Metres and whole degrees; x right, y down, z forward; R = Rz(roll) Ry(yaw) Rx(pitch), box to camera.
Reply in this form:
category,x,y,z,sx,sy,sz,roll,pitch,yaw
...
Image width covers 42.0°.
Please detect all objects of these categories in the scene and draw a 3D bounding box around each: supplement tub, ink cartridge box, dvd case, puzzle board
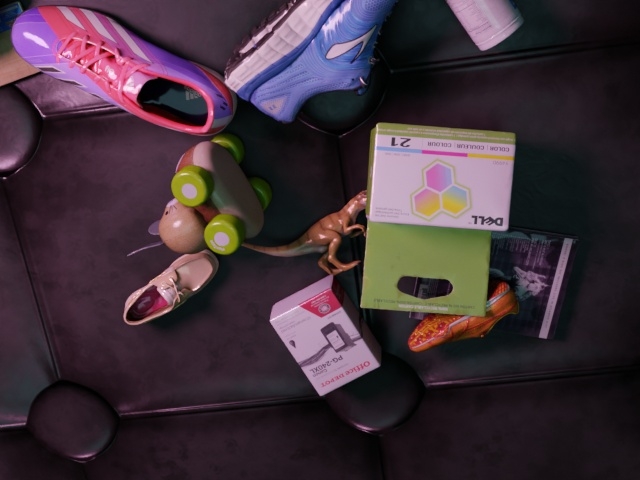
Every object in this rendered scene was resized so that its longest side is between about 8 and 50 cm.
category,x,y,z,sx,sy,sz,roll,pitch,yaw
supplement tub,0.206,-0.309,1.077,0.071,0.071,0.107,-36,105,15
ink cartridge box,0.010,0.144,1.260,0.109,0.063,0.150,-29,106,13
ink cartridge box,0.156,-0.023,1.135,0.189,0.097,0.255,4,93,0
dvd case,0.255,0.056,1.238,0.221,0.018,0.164,9,110,0
puzzle board,-0.453,-0.265,1.161,0.128,0.011,0.096,-18,107,9

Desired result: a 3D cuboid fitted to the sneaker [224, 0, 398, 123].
category,x,y,z,sx,sy,sz,roll,pitch,yaw
sneaker,0.034,-0.279,1.085,0.330,0.130,0.147,-38,118,18

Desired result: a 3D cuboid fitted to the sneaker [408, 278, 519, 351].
category,x,y,z,sx,sy,sz,roll,pitch,yaw
sneaker,0.211,0.125,1.225,0.175,0.064,0.067,-28,115,16

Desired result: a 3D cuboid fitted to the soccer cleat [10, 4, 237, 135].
category,x,y,z,sx,sy,sz,roll,pitch,yaw
soccer cleat,-0.266,-0.226,1.108,0.318,0.116,0.108,23,108,-5

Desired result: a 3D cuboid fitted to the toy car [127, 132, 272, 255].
category,x,y,z,sx,sy,sz,roll,pitch,yaw
toy car,-0.186,-0.040,1.166,0.188,0.155,0.149,-25,108,25

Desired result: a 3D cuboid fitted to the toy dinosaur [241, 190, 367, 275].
category,x,y,z,sx,sy,sz,roll,pitch,yaw
toy dinosaur,0.000,0.000,1.218,0.211,0.064,0.112,-29,91,3

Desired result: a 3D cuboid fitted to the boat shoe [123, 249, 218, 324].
category,x,y,z,sx,sy,sz,roll,pitch,yaw
boat shoe,-0.225,0.077,1.250,0.170,0.059,0.063,-36,105,15
